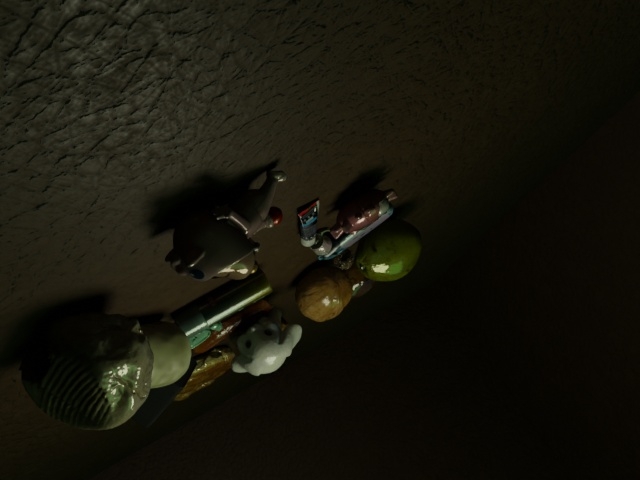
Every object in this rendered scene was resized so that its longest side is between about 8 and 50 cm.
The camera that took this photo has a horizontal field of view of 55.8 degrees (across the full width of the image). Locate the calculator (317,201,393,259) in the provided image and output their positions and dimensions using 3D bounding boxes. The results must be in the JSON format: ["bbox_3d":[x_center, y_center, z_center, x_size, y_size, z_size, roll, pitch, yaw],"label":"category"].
[{"bbox_3d":[0.105,-0.028,1.902,0.293,0.051,0.173,-37,173,13],"label":"calculator"}]

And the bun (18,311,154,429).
[{"bbox_3d":[-0.491,0.274,1.340,0.281,0.281,0.205,-44,-174,34],"label":"bun"}]

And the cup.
[{"bbox_3d":[-0.477,0.335,1.590,0.255,0.173,0.202,-54,158,14],"label":"cup"}]

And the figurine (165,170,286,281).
[{"bbox_3d":[-0.169,-0.012,1.230,0.287,0.186,0.176,-43,-162,-33],"label":"figurine"}]

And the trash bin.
[{"bbox_3d":[-0.529,0.481,2.008,0.225,0.115,0.165,-46,-170,25],"label":"trash bin"}]

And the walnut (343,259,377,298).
[{"bbox_3d":[0.161,0.141,2.402,0.245,0.137,0.137,-41,165,-2],"label":"walnut"}]

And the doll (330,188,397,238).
[{"bbox_3d":[0.116,-0.082,1.695,0.211,0.093,0.262,-36,-177,-13],"label":"doll"}]

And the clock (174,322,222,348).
[{"bbox_3d":[-0.407,0.287,1.833,0.210,0.066,0.159,-33,164,-1],"label":"clock"}]

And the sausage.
[{"bbox_3d":[-0.296,0.268,1.973,0.302,0.076,0.103,-31,164,-11],"label":"sausage"}]

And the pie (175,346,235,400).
[{"bbox_3d":[-0.480,0.523,2.379,0.339,0.083,0.339,-30,162,-11],"label":"pie"}]

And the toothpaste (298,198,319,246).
[{"bbox_3d":[-0.031,-0.047,1.631,0.071,0.045,0.193,-38,160,-17],"label":"toothpaste"}]

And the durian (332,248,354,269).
[{"bbox_3d":[0.076,0.064,2.087,0.080,0.080,0.091,-49,-175,44],"label":"durian"}]

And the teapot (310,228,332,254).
[{"bbox_3d":[0.000,0.000,1.811,0.083,0.064,0.064,-66,156,-4],"label":"teapot"}]

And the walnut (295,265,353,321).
[{"bbox_3d":[0.012,0.185,2.131,0.195,0.195,0.221,-23,170,-33],"label":"walnut"}]

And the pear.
[{"bbox_3d":[0.237,0.035,2.100,0.269,0.212,0.212,-32,166,-32],"label":"pear"}]

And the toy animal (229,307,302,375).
[{"bbox_3d":[-0.196,0.354,2.005,0.249,0.174,0.289,-32,-177,18],"label":"toy animal"}]

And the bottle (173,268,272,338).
[{"bbox_3d":[-0.279,0.183,1.739,0.286,0.082,0.082,-29,164,-17],"label":"bottle"}]

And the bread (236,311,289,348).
[{"bbox_3d":[-0.211,0.365,2.299,0.195,0.149,0.344,-33,165,1],"label":"bread"}]
